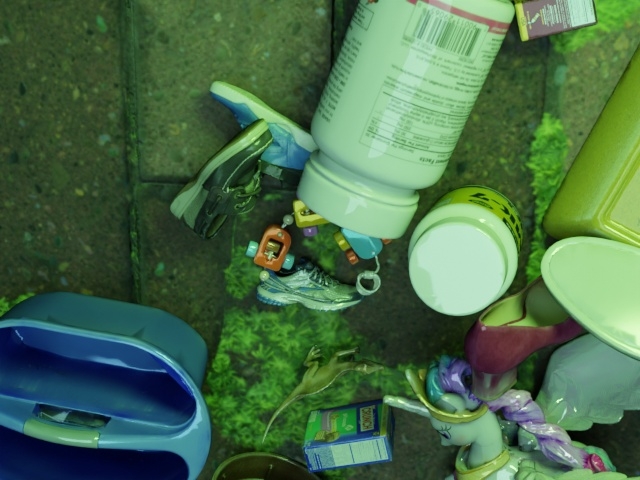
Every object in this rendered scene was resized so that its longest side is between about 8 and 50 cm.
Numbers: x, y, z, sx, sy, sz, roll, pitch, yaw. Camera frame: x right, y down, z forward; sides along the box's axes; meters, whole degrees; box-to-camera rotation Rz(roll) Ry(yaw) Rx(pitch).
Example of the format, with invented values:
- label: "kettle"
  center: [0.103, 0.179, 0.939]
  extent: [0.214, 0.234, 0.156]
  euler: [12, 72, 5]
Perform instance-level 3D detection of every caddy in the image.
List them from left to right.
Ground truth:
- label: "caddy"
  center: [-0.296, 0.204, 1.333]
  extent: [0.341, 0.179, 0.241]
  euler: [9, 111, 4]

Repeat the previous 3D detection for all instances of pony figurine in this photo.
- label: "pony figurine"
  center: [0.280, 0.273, 1.259]
  extent: [0.351, 0.302, 0.363]
  euler: [-9, 123, 19]

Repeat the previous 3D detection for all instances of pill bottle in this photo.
- label: "pill bottle"
  center: [0.084, -0.155, 1.170]
  extent: [0.160, 0.160, 0.283]
  euler: [23, 110, -1]
- label: "pill bottle"
  center: [0.161, 0.010, 1.184]
  extent: [0.119, 0.208, 0.119]
  euler: [3, 102, 13]

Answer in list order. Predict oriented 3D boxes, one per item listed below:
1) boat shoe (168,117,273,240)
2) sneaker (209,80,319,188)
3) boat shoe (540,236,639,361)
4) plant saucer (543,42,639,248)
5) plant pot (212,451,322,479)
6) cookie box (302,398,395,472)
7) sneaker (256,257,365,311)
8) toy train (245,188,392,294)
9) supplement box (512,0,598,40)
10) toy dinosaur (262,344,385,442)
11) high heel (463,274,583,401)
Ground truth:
- label: "boat shoe"
  center: [-0.101, -0.064, 1.224]
  extent: [0.073, 0.080, 0.223]
  euler: [49, 144, -3]
- label: "sneaker"
  center: [-0.078, -0.119, 1.257]
  extent: [0.152, 0.058, 0.084]
  euler: [30, 101, -10]
- label: "boat shoe"
  center: [0.382, 0.104, 1.156]
  extent: [0.319, 0.099, 0.116]
  euler: [27, 70, 16]
- label: "plant saucer"
  center: [0.456, -0.067, 1.156]
  extent: [0.333, 0.081, 0.332]
  euler: [29, 110, 11]
- label: "plant pot"
  center: [-0.081, 0.393, 1.386]
  extent: [0.167, 0.167, 0.165]
  euler: [19, 117, 0]
- label: "cookie box"
  center: [0.037, 0.246, 1.350]
  extent: [0.107, 0.092, 0.040]
  euler: [-10, 110, 10]
- label: "sneaker"
  center: [-0.012, 0.053, 1.313]
  extent: [0.135, 0.052, 0.058]
  euler: [4, 102, 4]
- label: "toy train"
  center: [0.000, 0.000, 1.283]
  extent: [0.166, 0.046, 0.125]
  euler: [16, 107, -9]
- label: "supplement box"
  center: [0.256, -0.251, 1.171]
  extent: [0.083, 0.055, 0.043]
  euler: [-11, 107, 10]
- label: "toy dinosaur"
  center: [-0.007, 0.174, 1.330]
  extent: [0.183, 0.092, 0.053]
  euler: [-32, 102, 16]
- label: "high heel"
  center: [0.241, 0.067, 1.192]
  extent: [0.082, 0.244, 0.117]
  euler: [33, 145, 34]
